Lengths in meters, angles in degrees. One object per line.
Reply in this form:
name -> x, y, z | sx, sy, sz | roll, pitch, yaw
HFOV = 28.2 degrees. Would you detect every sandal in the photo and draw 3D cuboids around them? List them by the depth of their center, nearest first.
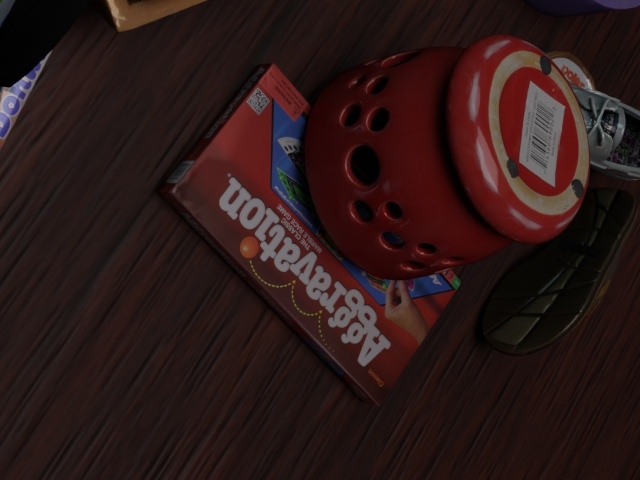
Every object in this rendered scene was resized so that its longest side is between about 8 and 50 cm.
sandal -> 0.240, 0.036, 1.236 | 0.219, 0.090, 0.060 | -52, 141, -29

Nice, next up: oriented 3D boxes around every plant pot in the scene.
plant pot -> 0.109, -0.072, 1.045 | 0.191, 0.174, 0.191 | 13, 71, -41

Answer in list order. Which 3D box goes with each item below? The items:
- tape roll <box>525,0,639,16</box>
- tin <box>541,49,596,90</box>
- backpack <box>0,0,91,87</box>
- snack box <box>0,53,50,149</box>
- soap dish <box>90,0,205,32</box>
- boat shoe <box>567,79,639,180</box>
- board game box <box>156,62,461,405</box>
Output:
tape roll -> 0.256, -0.312, 1.216 | 0.189, 0.080, 0.189 | -3, 95, -35
tin -> 0.205, -0.095, 1.220 | 0.106, 0.040, 0.189 | 37, 72, -36
backpack -> -0.311, -0.178, 0.702 | 0.356, 0.290, 0.273 | 15, 67, -29
snack box -> -0.222, -0.111, 0.896 | 0.022, 0.064, 0.178 | 33, 74, -33
soap dish -> -0.115, -0.323, 0.928 | 0.229, 0.118, 0.290 | -29, 109, -30
boat shoe -> 0.251, -0.109, 1.179 | 0.227, 0.081, 0.079 | 16, 83, -36
board game box -> 0.000, 0.000, 1.084 | 0.281, 0.027, 0.145 | 47, 68, -28
